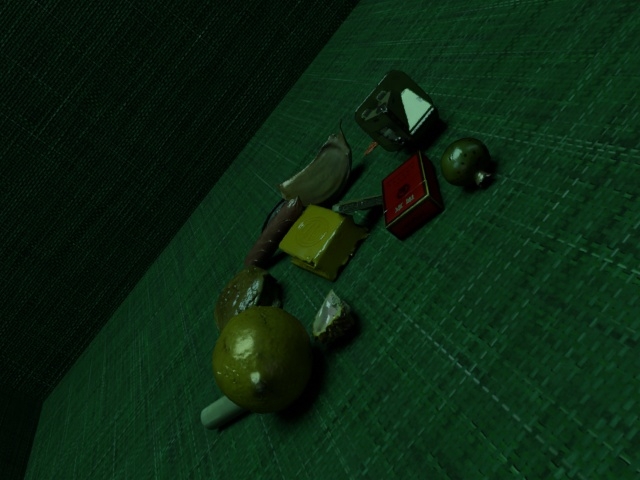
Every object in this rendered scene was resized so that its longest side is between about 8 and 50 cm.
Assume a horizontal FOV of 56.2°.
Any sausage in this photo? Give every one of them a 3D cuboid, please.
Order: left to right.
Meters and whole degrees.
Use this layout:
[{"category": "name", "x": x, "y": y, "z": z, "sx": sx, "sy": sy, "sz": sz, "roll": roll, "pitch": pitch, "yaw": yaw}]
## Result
[{"category": "sausage", "x": -0.169, "y": -0.010, "z": 2.117, "sx": 0.433, "sy": 0.088, "sz": 0.088, "roll": -52, "pitch": 18, "yaw": 42}]

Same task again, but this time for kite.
[{"category": "kite", "x": 0.228, "y": -0.389, "z": 2.119, "sx": 0.222, "sy": 0.008, "sz": 0.125, "roll": -37, "pitch": 27, "yaw": 31}]

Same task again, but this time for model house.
[{"category": "model house", "x": 0.259, "y": -0.365, "z": 1.778, "sx": 0.218, "sy": 0.205, "sz": 0.279, "roll": -50, "pitch": 22, "yaw": 8}]

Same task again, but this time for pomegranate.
[{"category": "pomegranate", "x": 0.361, "y": -0.188, "z": 1.475, "sx": 0.130, "sy": 0.130, "sz": 0.130, "roll": -41, "pitch": 26, "yaw": 25}]

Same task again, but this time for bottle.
[{"category": "bottle", "x": -0.256, "y": 0.472, "z": 1.705, "sx": 0.201, "sy": 0.072, "sz": 0.072, "roll": -36, "pitch": 28, "yaw": 31}]

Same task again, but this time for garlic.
[{"category": "garlic", "x": 0.017, "y": -0.234, "z": 2.063, "sx": 0.338, "sy": 0.196, "sz": 0.151, "roll": -43, "pitch": 41, "yaw": 14}]

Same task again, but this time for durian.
[{"category": "durian", "x": 0.040, "y": 0.197, "z": 1.561, "sx": 0.140, "sy": 0.078, "sz": 0.224, "roll": -58, "pitch": 10, "yaw": 19}]

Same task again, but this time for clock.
[{"category": "clock", "x": -0.141, "y": -0.087, "z": 2.317, "sx": 0.226, "sy": 0.049, "sz": 0.226, "roll": -40, "pitch": 26, "yaw": 24}]

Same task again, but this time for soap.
[{"category": "soap", "x": 0.000, "y": 0.000, "z": 1.873, "sx": 0.204, "sy": 0.096, "sz": 0.324, "roll": -55, "pitch": 24, "yaw": -7}]

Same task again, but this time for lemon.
[{"category": "lemon", "x": -0.145, "y": 0.302, "z": 1.515, "sx": 0.258, "sy": 0.258, "sz": 0.310, "roll": -48, "pitch": 17, "yaw": 9}]

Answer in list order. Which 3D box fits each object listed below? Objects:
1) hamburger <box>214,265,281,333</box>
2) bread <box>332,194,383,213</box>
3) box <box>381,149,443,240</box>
[{"category": "hamburger", "x": -0.250, "y": 0.212, "z": 1.985, "sx": 0.265, "sy": 0.134, "sz": 0.285, "roll": -54, "pitch": 21, "yaw": -9}, {"category": "bread", "x": 0.110, "y": -0.104, "z": 1.777, "sx": 0.193, "sy": 0.036, "sz": 0.112, "roll": -14, "pitch": 8, "yaw": -28}, {"category": "box", "x": 0.245, "y": -0.127, "z": 1.640, "sx": 0.153, "sy": 0.074, "sz": 0.240, "roll": -35, "pitch": 29, "yaw": 25}]
